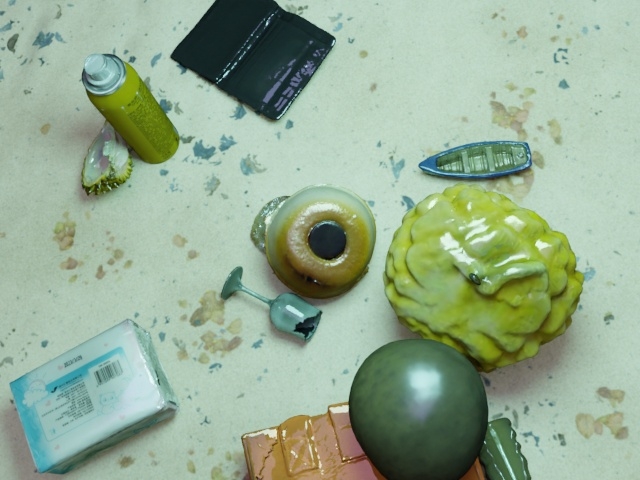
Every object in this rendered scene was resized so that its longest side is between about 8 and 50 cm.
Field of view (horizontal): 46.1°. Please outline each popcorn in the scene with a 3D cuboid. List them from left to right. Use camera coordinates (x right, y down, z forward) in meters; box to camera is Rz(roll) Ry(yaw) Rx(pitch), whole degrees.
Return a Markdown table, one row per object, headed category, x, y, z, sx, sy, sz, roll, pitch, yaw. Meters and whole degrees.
| category | x | y | z | sx | sy | sz | roll | pitch | yaw |
| --- | --- | --- | --- | --- | --- | --- | --- | --- | --- |
| popcorn | 0.293 | 0.049 | 1.364 | 0.348 | 0.382 | 0.349 | 8 | 116 | 17 |

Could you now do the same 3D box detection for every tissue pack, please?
| category | x | y | z | sx | sy | sz | roll | pitch | yaw |
| --- | --- | --- | --- | --- | --- | --- | --- | --- | --- |
| tissue pack | -0.434 | 0.302 | 1.453 | 0.271 | 0.124 | 0.201 | -28 | 73 | -1 |

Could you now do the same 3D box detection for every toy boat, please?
| category | x | y | z | sx | sy | sz | roll | pitch | yaw |
| --- | --- | --- | --- | --- | --- | --- | --- | --- | --- |
| toy boat | 0.314 | -0.159 | 1.542 | 0.228 | 0.046 | 0.080 | -8 | 74 | 5 |

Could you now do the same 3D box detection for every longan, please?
| category | x | y | z | sx | sy | sz | roll | pitch | yaw |
| --- | --- | --- | --- | --- | --- | --- | --- | --- | --- |
| longan | 0.157 | 0.287 | 1.239 | 0.248 | 0.248 | 0.248 | -2 | 74 | 6 |

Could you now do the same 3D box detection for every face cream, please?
| category | x | y | z | sx | sy | sz | roll | pitch | yaw |
| --- | --- | --- | --- | --- | --- | --- | --- | --- | --- |
| face cream | -0.378 | -0.264 | 1.494 | 0.105 | 0.349 | 0.105 | -2 | 74 | 6 |

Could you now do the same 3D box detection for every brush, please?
| category | x | y | z | sx | sy | sz | roll | pitch | yaw |
| --- | --- | --- | --- | --- | --- | --- | --- | --- | --- |
| brush | 0.352 | 0.456 | 1.317 | 0.084 | 0.071 | 0.301 | -18 | 58 | -3 |

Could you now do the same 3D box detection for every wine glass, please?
| category | x | y | z | sx | sy | sz | roll | pitch | yaw |
| --- | --- | --- | --- | --- | --- | --- | --- | --- | --- |
| wine glass | -0.095 | 0.126 | 1.489 | 0.195 | 0.079 | 0.079 | 26 | 78 | 14 |

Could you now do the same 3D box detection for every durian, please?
| category | x | y | z | sx | sy | sz | roll | pitch | yaw |
| --- | --- | --- | --- | --- | --- | --- | --- | --- | --- |
| durian | -0.447 | -0.185 | 1.619 | 0.140 | 0.078 | 0.224 | -30 | 48 | 41 |

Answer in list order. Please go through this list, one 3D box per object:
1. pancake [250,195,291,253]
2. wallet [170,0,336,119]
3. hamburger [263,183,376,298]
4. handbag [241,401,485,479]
| category | x | y | z | sx | sy | sz | roll | pitch | yaw |
| --- | --- | --- | --- | --- | --- | --- | --- | --- | --- |
| pancake | -0.076 | -0.026 | 1.560 | 0.139 | 0.022 | 0.140 | -2 | 73 | 6 |
| wallet | -0.148 | -0.431 | 1.678 | 0.323 | 0.041 | 0.247 | 34 | 80 | 18 |
| hamburger | 0.003 | 0.004 | 1.471 | 0.236 | 0.147 | 0.237 | 0 | 93 | -8 |
| handbag | 0.080 | 0.437 | 1.364 | 0.410 | 0.116 | 0.304 | -15 | 70 | 1 |
